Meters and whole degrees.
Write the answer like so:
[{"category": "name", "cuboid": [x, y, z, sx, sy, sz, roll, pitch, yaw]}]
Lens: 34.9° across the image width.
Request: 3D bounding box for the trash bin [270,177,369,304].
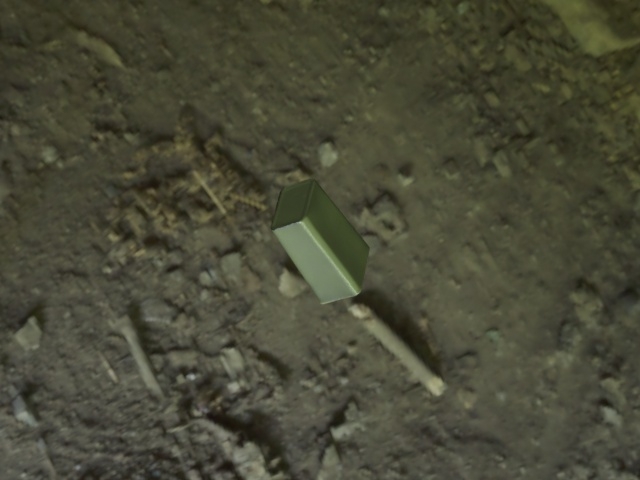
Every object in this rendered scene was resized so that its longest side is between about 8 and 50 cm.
[{"category": "trash bin", "cuboid": [0.000, 0.000, 0.868, 0.092, 0.043, 0.061, 54, 33, -35]}]
